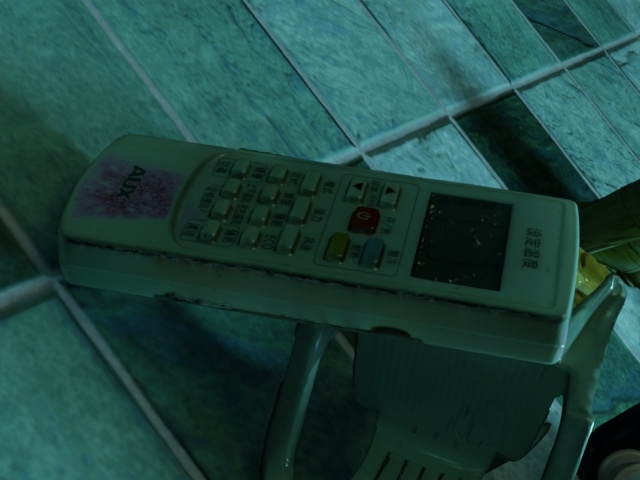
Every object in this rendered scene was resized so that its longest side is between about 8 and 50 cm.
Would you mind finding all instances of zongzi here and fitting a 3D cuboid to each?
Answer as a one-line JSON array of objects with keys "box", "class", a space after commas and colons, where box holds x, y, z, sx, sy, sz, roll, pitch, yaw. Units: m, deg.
[{"box": [0.436, -0.008, 1.532, 0.204, 0.205, 0.094, 34, 43, -32], "class": "zongzi"}]

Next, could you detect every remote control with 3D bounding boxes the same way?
[{"box": [0.000, -0.001, 0.870, 0.343, 0.050, 0.145, 9, 36, 7], "class": "remote control"}]

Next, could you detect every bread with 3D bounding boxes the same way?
[{"box": [0.267, 0.034, 1.398, 0.132, 0.053, 0.074, 42, 30, -10], "class": "bread"}]

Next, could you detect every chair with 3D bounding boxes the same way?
[{"box": [0.089, 0.119, 0.913, 0.203, 0.191, 0.274, 19, 20, 15], "class": "chair"}]

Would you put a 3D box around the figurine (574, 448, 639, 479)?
[{"box": [0.273, 0.251, 0.891, 0.133, 0.200, 0.276, 17, 19, -48], "class": "figurine"}]

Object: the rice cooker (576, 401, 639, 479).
[{"box": [0.345, 0.241, 1.091, 0.267, 0.224, 0.267, 32, 34, -26], "class": "rice cooker"}]
